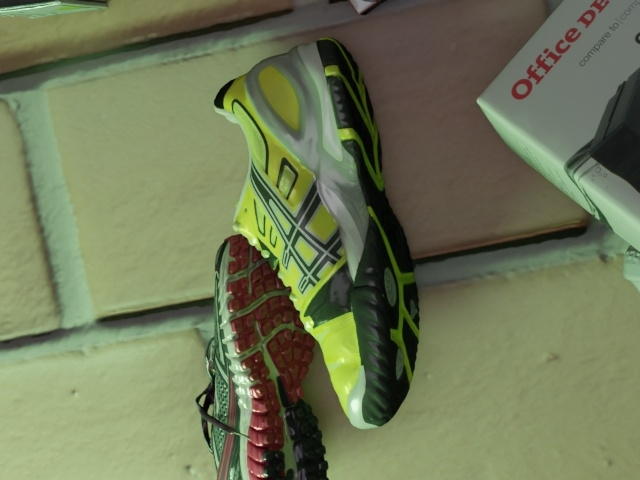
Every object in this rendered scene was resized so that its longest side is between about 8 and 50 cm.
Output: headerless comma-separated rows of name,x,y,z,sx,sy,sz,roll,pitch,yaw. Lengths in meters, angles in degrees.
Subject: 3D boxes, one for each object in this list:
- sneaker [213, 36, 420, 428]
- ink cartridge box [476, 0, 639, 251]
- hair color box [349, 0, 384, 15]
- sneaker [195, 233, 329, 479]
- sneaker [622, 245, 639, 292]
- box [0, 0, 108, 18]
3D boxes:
sneaker,0.000,0.000,1.651,0.147,0.145,0.384,-13,84,16
ink cartridge box,0.331,-0.104,1.494,0.223,0.129,0.307,-49,60,1
hair color box,0.030,-0.302,1.648,0.072,0.043,0.141,-35,90,12
sneaker,-0.078,0.143,1.691,0.112,0.121,0.299,-6,88,42
sneaker,0.448,0.128,1.570,0.366,0.137,0.210,16,97,6
box,-0.288,-0.369,1.641,0.087,0.169,0.290,-5,94,9
